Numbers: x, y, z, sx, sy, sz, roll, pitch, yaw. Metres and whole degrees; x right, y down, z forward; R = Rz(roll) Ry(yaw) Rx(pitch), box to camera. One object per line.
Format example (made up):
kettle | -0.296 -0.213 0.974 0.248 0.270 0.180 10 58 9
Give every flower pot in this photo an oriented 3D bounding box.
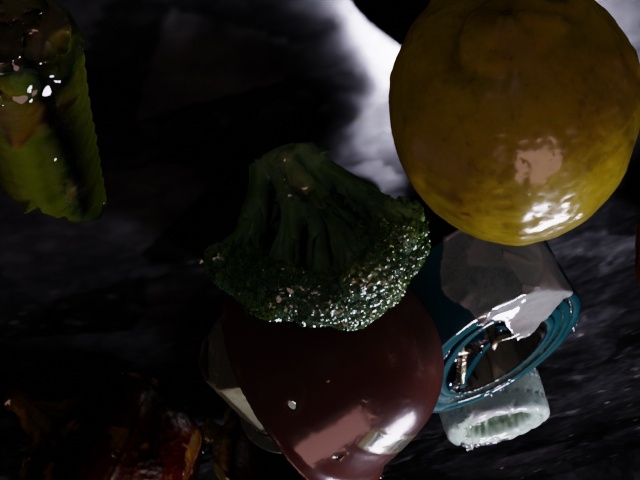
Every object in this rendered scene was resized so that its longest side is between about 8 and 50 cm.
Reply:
flower pot | -0.091 0.210 1.713 0.212 0.212 0.202 -26 139 18

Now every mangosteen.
mangosteen | -0.047 0.394 1.977 0.297 0.297 0.313 0 170 -28

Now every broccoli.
broccoli | 0.000 0.000 1.306 0.269 0.241 0.261 -21 179 44

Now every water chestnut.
water chestnut | -0.376 0.354 1.730 0.347 0.335 0.335 34 131 -19

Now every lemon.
lemon | 0.206 -0.127 1.130 0.285 0.285 0.316 -15 121 -2

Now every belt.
belt | 0.257 0.128 1.744 0.300 0.173 0.436 -20 157 -13

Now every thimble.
thimble | 0.344 0.322 2.182 0.237 0.150 0.237 -12 152 -6

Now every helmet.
helmet | 0.058 0.162 1.513 0.230 0.337 0.385 -36 147 19

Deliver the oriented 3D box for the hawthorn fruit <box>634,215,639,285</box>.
hawthorn fruit | 0.616 0.014 1.664 0.258 0.258 0.262 -19 173 7

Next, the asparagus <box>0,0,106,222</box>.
asparagus | -0.283 -0.109 1.072 0.108 0.128 0.382 21 153 7

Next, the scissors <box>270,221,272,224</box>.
scissors | 0.064 0.034 1.621 0.193 0.029 0.447 -23 154 15
